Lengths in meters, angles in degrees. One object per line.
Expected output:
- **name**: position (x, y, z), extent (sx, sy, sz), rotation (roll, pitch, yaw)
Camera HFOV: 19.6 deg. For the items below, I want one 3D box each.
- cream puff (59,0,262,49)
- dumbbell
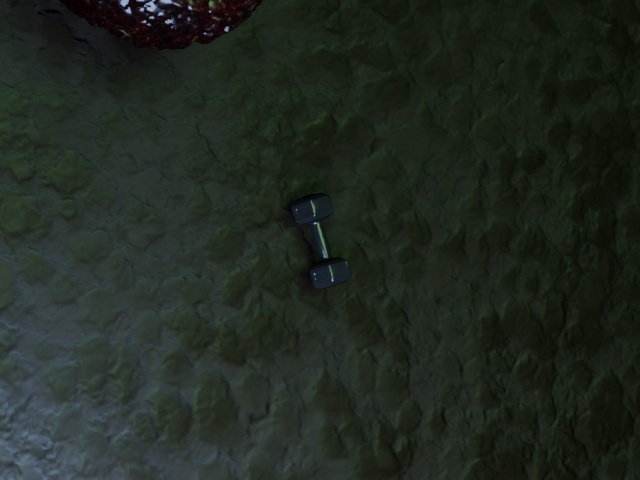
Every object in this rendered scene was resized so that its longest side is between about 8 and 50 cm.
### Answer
- **cream puff**: position (-0.140, -0.271, 1.502), extent (0.239, 0.165, 0.239), rotation (7, 79, -36)
- **dumbbell**: position (0.000, 0.000, 1.620), extent (0.040, 0.036, 0.083), rotation (-16, 90, -33)
